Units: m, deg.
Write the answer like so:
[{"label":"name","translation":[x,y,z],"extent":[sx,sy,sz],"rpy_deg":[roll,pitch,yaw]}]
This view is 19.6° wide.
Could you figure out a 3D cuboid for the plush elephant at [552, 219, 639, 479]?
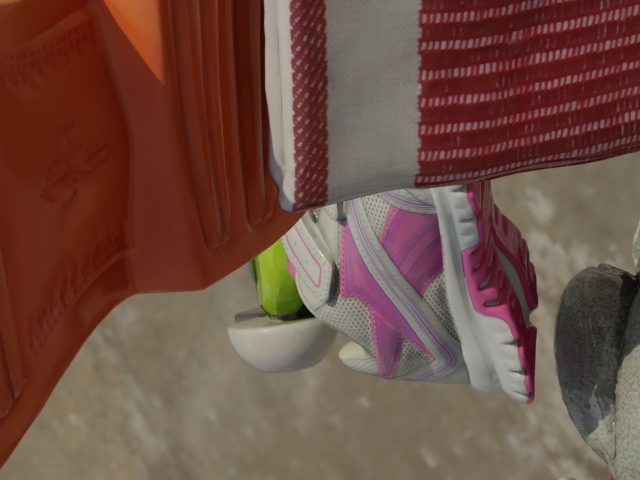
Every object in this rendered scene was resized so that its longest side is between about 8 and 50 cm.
[{"label":"plush elephant","translation":[0.212,0.143,0.953],"extent":[0.272,0.330,0.255],"rpy_deg":[26,104,21]}]

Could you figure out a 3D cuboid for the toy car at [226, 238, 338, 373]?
[{"label":"toy car","translation":[0.000,0.000,1.250],"extent":[0.182,0.136,0.159],"rpy_deg":[-71,-26,-86]}]

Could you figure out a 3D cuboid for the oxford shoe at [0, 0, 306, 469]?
[{"label":"oxford shoe","translation":[-0.127,-0.009,0.437],"extent":[0.132,0.363,0.130],"rpy_deg":[7,108,28]}]

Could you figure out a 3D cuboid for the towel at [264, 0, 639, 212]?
[{"label":"towel","translation":[0.139,-0.138,0.475],"extent":[0.037,0.329,0.237],"rpy_deg":[-122,25,-53]}]

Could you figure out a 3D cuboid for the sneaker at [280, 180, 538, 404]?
[{"label":"sneaker","translation":[0.029,-0.016,0.873],"extent":[0.103,0.111,0.252],"rpy_deg":[-78,-24,-51]}]
